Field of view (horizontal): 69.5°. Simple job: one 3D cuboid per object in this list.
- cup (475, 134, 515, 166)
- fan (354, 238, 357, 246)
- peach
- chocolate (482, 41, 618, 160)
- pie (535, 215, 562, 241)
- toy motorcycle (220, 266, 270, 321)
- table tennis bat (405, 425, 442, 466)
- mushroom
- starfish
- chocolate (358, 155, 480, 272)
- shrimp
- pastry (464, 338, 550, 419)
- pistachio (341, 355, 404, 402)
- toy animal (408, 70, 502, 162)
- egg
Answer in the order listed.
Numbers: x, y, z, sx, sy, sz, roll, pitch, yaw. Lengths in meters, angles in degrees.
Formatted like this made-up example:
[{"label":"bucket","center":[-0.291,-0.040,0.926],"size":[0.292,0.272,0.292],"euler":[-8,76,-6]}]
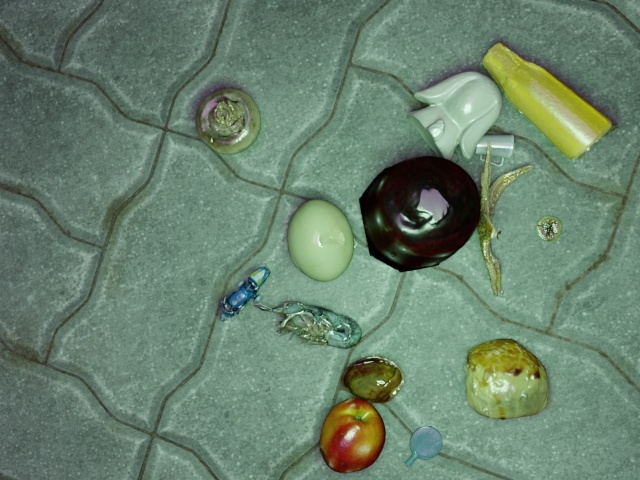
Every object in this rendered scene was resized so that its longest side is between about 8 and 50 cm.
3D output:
[{"label":"cup","center":[0.564,-0.293,1.499],"size":[0.116,0.074,0.104],"euler":[5,118,12]},{"label":"fan","center":[0.063,-0.056,1.589],"size":[0.038,0.016,0.193],"euler":[-35,85,4]},{"label":"peach","center":[0.096,0.623,1.452],"size":[0.199,0.243,0.243],"euler":[27,93,17]},{"label":"chocolate","center":[0.697,-0.451,1.447],"size":[0.162,0.162,0.445],"euler":[-43,79,5]},{"label":"pie","center":[0.735,-0.038,1.485],"size":[0.084,0.021,0.084],"euler":[0,88,8]},{"label":"toy motorcycle","center":[-0.263,0.187,1.569],"size":[0.092,0.135,0.254],"euler":[43,95,7]},{"label":"table tennis bat","center":[0.336,0.685,1.528],"size":[0.100,0.019,0.155],"euler":[38,92,7]},{"label":"mushroom","center":[-0.317,-0.407,1.573],"size":[0.226,0.178,0.226],"euler":[1,99,8]},{"label":"starfish","center":[0.539,-0.068,1.401],"size":[0.132,0.384,0.398],"euler":[13,76,25]},{"label":"chocolate","center":[0.298,-0.082,1.400],"size":[0.384,0.331,0.383],"euler":[0,91,9]},{"label":"shrimp","center":[-0.041,0.266,1.516],"size":[0.372,0.172,0.137],"euler":[9,57,-6]},{"label":"pastry","center":[0.583,0.436,1.423],"size":[0.256,0.170,0.236],"euler":[-7,90,3]},{"label":"pistachio","center":[0.168,0.459,1.505],"size":[0.210,0.130,0.165],"euler":[-9,94,20]},{"label":"toy animal","center":[0.441,-0.398,1.448],"size":[0.265,0.206,0.271],"euler":[-34,82,10]},{"label":"egg","center":[0.000,0.000,1.494],"size":[0.219,0.219,0.269],"euler":[-17,87,8]}]
